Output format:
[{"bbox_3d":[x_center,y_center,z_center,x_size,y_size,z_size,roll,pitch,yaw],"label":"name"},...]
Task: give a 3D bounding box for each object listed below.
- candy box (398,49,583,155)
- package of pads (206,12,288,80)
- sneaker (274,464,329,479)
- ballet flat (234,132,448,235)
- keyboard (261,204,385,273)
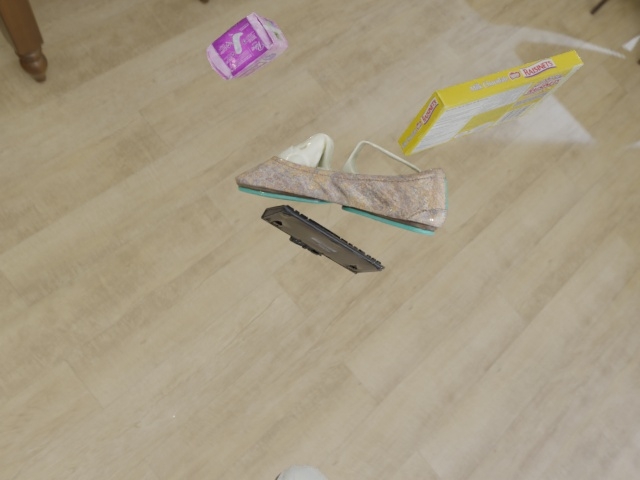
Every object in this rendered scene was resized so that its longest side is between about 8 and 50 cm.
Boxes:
[{"bbox_3d":[0.197,-0.160,0.613,0.205,0.105,0.027,-21,75,-21],"label":"candy box"},{"bbox_3d":[-0.057,-0.155,0.422,0.050,0.083,0.032,-33,104,15],"label":"package of pads"},{"bbox_3d":[0.073,0.184,0.290,0.153,0.235,0.094,-44,124,-3],"label":"sneaker"},{"bbox_3d":[0.028,-0.092,0.741,0.315,0.107,0.106,14,99,17],"label":"ballet flat"},{"bbox_3d":[0.000,0.000,0.763,0.180,0.108,0.023,32,70,-23],"label":"keyboard"}]
